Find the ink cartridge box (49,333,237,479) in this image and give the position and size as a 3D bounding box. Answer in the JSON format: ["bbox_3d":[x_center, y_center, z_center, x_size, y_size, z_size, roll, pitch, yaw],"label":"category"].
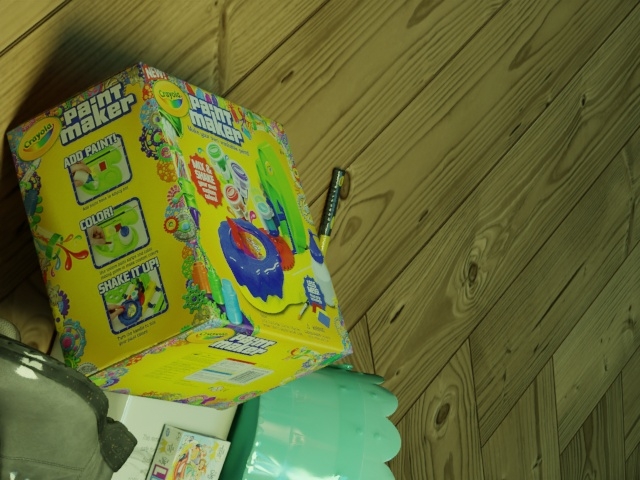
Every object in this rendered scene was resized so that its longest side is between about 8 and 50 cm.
[{"bbox_3d":[-0.227,0.258,2.073,0.223,0.129,0.307,20,88,-60],"label":"ink cartridge box"}]

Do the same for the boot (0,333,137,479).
[{"bbox_3d":[-0.286,0.226,1.710,0.222,0.118,0.338,-60,153,-16],"label":"boot"}]

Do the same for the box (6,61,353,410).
[{"bbox_3d":[-0.142,0.006,1.912,0.290,0.177,0.279,18,50,-61],"label":"box"}]

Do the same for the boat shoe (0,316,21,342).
[{"bbox_3d":[-0.377,0.240,1.846,0.130,0.132,0.355,24,86,-78],"label":"boat shoe"}]

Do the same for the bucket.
[{"bbox_3d":[-0.047,0.268,2.213,0.183,0.281,0.281,19,88,-22],"label":"bucket"}]

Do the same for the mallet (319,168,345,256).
[{"bbox_3d":[0.000,0.000,2.419,0.062,0.039,0.189,-2,102,-56],"label":"mallet"}]

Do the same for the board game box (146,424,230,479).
[{"bbox_3d":[-0.159,0.284,2.041,0.103,0.026,0.154,24,84,-61],"label":"board game box"}]
